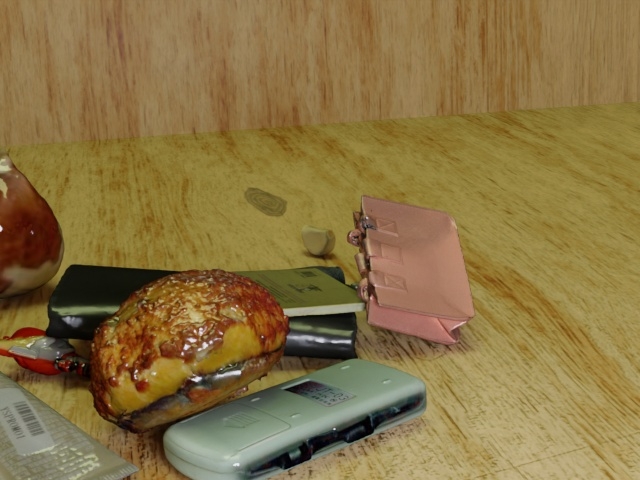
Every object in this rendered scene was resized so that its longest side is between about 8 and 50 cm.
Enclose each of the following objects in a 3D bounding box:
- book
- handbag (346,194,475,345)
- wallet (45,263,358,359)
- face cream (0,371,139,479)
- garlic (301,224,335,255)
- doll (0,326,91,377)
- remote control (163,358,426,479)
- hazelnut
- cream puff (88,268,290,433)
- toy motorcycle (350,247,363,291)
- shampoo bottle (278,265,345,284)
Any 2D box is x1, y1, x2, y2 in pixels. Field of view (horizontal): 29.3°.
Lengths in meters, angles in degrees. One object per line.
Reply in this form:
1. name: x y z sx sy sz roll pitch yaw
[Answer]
1. book: -0.049 0.068 1.664 0.192 0.013 0.168 -1 17 -30
2. handbag: 0.121 0.037 1.681 0.157 0.059 0.212 12 43 -18
3. wallet: -0.155 0.095 1.667 0.406 0.062 0.228 5 14 -4
4. face cream: -0.352 0.206 1.363 0.137 0.084 0.341 -17 29 -38
5. garlic: -0.001 0.000 2.113 0.041 0.053 0.083 -14 10 -32
6. doll: -0.353 0.151 1.599 0.169 0.057 0.109 20 9 29
7. remote control: -0.025 0.200 1.348 0.296 0.056 0.140 -16 17 -38
8. hazelnut: -0.530 -0.026 1.944 0.261 0.241 0.261 3 12 -1
9. cream puff: -0.154 0.119 1.381 0.240 0.163 0.240 -20 3 1
10. toy motorcycle: 0.138 0.046 1.848 0.171 0.110 0.260 13 7 -3
11. shampoo bottle: -0.078 0.075 1.845 0.234 0.049 0.087 -8 18 -19
